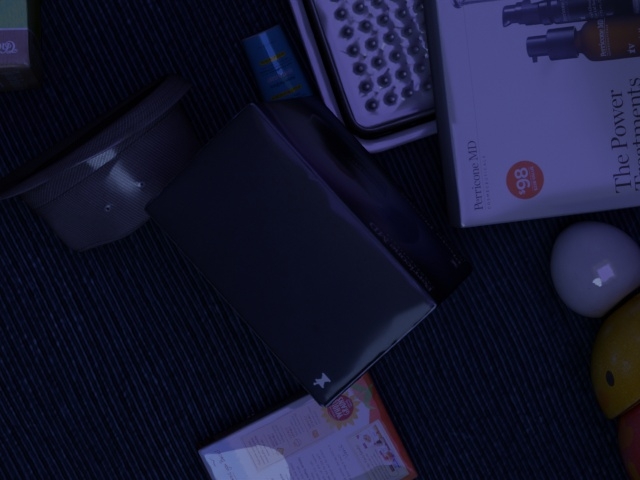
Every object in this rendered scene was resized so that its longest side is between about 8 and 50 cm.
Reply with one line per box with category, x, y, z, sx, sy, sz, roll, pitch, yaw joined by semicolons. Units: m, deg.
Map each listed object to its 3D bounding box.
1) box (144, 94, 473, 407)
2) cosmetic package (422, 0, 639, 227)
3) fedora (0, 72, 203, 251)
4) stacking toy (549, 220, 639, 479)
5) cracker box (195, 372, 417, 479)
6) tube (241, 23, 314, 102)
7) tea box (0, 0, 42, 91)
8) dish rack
box;0.000;0.000;1.770;0.183;0.294;0.296;-44;86;15
cosmetic package;0.277;-0.217;1.884;0.284;0.097;0.377;-7;93;-4
fedora;-0.242;-0.076;1.815;0.275;0.244;0.124;-34;102;1
stacking toy;0.449;0.176;1.929;0.350;0.350;0.480;-37;77;-5
cracker box;-0.018;0.272;1.939;0.232;0.067;0.156;-26;94;-7
tube;-0.034;-0.164;1.940;0.080;0.052;0.207;-24;101;3
tea box;-0.426;-0.331;1.737;0.220;0.329;0.324;-3;91;-8
dish rack;0.135;-0.281;1.945;0.332;0.072;0.286;-19;95;-7
